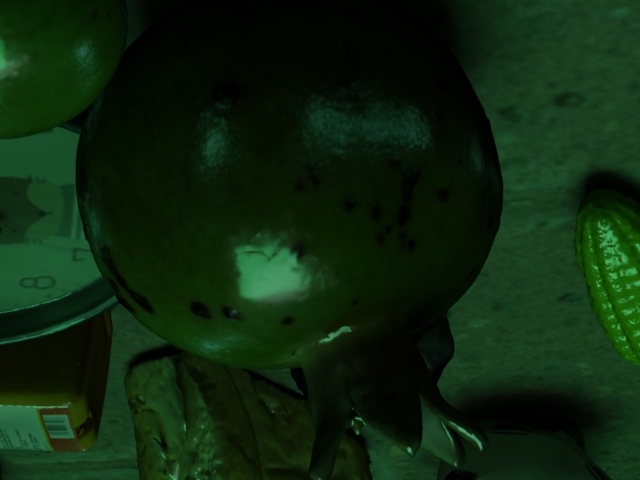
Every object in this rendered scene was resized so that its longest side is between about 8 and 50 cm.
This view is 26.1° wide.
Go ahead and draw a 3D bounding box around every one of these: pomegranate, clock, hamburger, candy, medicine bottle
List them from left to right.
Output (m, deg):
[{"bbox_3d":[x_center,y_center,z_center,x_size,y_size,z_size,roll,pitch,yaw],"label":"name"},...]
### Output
[{"bbox_3d":[-0.273,-0.024,1.063,0.325,0.067,0.325,-8,145,-6],"label":"clock"},{"bbox_3d":[-0.309,0.107,1.257,0.222,0.149,0.112,2,146,1],"label":"medicine bottle"},{"bbox_3d":[-0.172,-0.150,0.809,0.210,0.179,0.179,-7,147,14],"label":"pomegranate"},{"bbox_3d":[-0.086,0.269,1.457,0.162,0.209,0.330,-19,141,29],"label":"hamburger"},{"bbox_3d":[-0.010,-0.003,0.912,0.290,0.323,0.291,-12,-178,0],"label":"pomegranate"},{"bbox_3d":[0.263,0.028,1.157,0.096,0.097,0.209,-13,140,23],"label":"candy"}]

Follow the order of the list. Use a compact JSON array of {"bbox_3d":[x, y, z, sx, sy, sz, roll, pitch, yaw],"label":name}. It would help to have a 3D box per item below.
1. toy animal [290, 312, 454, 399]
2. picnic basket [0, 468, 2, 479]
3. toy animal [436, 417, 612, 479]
[{"bbox_3d":[0.038,0.065,1.141,0.122,0.185,0.298,13,166,-25],"label":"toy animal"},{"bbox_3d":[-0.531,0.427,1.639,0.293,0.337,0.337,12,147,-15],"label":"picnic basket"},{"bbox_3d":[0.222,0.296,1.497,0.212,0.212,0.267,4,145,-3],"label":"toy animal"}]
